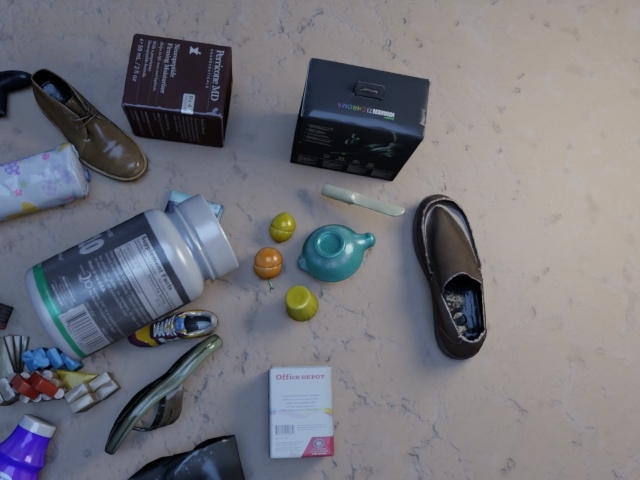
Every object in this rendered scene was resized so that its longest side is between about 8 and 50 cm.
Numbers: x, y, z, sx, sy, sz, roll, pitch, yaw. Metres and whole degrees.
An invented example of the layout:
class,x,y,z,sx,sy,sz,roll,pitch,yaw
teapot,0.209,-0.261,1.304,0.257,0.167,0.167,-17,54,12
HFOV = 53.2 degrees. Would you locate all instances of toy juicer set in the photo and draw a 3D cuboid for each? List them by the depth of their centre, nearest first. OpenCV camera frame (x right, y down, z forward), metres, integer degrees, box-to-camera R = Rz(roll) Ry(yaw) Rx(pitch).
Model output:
class,x,y,z,sx,sy,sz,roll,pitch,yaw
toy juicer set,0.000,0.000,1.382,0.209,0.089,0.329,40,78,22

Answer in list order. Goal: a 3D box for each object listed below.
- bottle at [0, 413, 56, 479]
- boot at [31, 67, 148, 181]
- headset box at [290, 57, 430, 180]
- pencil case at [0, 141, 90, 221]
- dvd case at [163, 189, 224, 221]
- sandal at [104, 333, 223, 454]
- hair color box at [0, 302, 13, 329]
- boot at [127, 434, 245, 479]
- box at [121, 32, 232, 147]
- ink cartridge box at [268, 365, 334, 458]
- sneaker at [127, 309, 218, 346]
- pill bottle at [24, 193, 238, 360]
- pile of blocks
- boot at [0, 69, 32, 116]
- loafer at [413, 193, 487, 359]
class,x,y,z,sx,sy,sz,roll,pitch,yaw
bottle,-0.591,0.466,1.183,0.118,0.092,0.282,26,75,1
boot,-0.497,-0.242,1.355,0.305,0.115,0.112,41,74,3
headset box,0.074,-0.247,1.339,0.246,0.283,0.131,9,76,-4
pencil case,-0.620,-0.113,1.307,0.273,0.113,0.124,-19,85,-10
dvd case,-0.279,-0.053,1.387,0.120,0.013,0.087,19,75,-3
sandal,-0.296,0.309,1.250,0.303,0.120,0.086,-42,99,-15
hair color box,-0.706,0.125,1.251,0.167,0.093,0.053,16,76,-2
boot,-0.119,0.581,1.200,0.367,0.146,0.445,-18,75,-13
box,-0.299,-0.316,1.368,0.203,0.167,0.168,6,76,-6
ink cartridge box,-0.041,0.344,1.290,0.128,0.072,0.175,0,77,-7
sneaker,-0.300,0.173,1.294,0.186,0.084,0.069,-11,78,-10
pill bottle,-0.358,0.064,1.252,0.361,0.204,0.204,-28,81,-13
pile of blocks,-0.576,0.253,1.226,0.362,0.112,0.148,4,76,-7
boot,-0.686,-0.316,1.384,0.121,0.045,0.099,0,74,0
loafer,0.297,0.067,1.369,0.134,0.130,0.365,-10,78,-9
